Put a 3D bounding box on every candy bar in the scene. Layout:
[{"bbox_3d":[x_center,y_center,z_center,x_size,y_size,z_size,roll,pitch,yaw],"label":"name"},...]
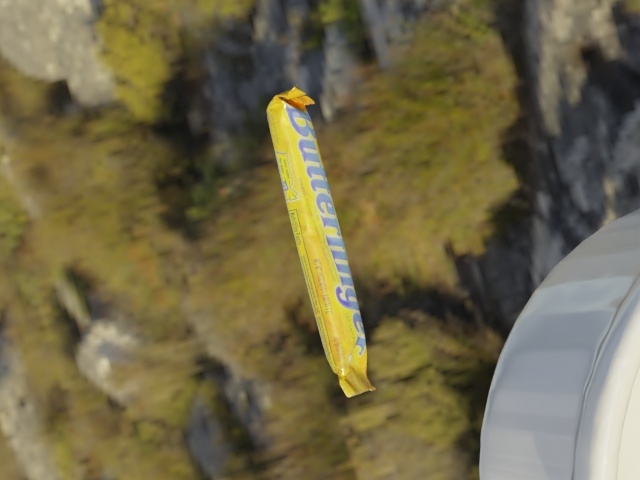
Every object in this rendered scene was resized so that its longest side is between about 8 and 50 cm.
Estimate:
[{"bbox_3d":[0.000,0.000,0.905,0.040,0.018,0.161,-11,-92,-68],"label":"candy bar"}]

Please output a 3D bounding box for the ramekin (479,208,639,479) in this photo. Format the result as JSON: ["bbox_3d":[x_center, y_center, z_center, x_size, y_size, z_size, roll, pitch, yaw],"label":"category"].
[{"bbox_3d":[0.205,0.101,0.791,0.135,0.277,0.277,-3,103,66],"label":"ramekin"}]
